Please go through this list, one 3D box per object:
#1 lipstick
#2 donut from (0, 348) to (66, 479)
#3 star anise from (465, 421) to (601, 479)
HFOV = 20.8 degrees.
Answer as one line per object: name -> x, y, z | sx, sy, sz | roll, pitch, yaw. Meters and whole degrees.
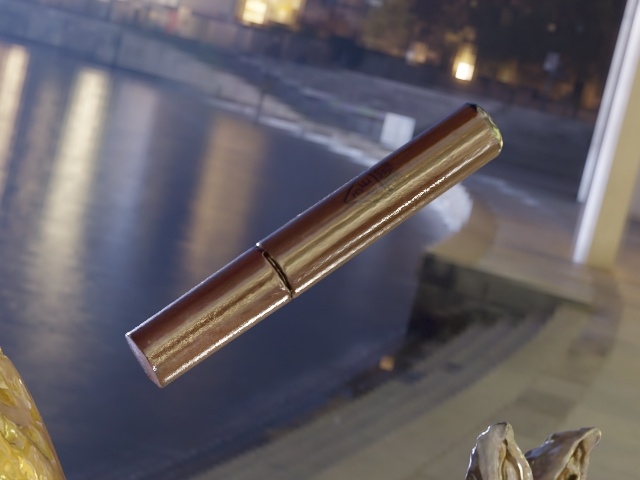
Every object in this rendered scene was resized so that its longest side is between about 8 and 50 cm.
lipstick -> 0.000, 0.000, 1.440 | 0.057, 0.357, 0.057 | 51, -14, 18
donut -> -0.298, 0.085, 0.986 | 0.449, 0.198, 0.449 | 54, -3, 4
star anise -> 0.130, 0.209, 1.315 | 0.063, 0.208, 0.172 | 38, -17, 53
